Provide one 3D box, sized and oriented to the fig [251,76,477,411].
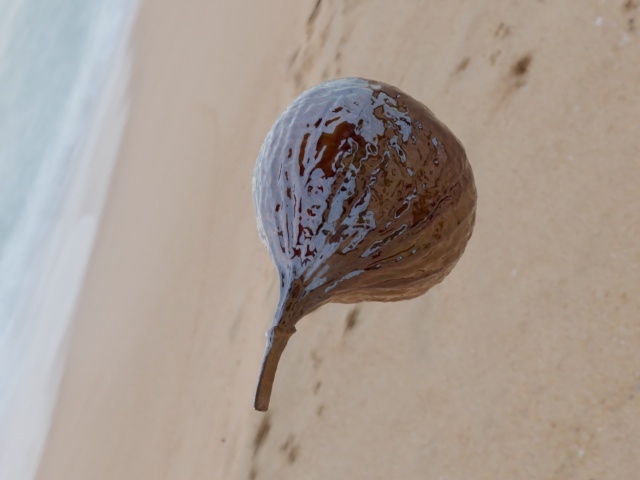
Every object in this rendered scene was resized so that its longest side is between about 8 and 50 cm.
[{"bbox_3d":[0.000,0.000,0.735,0.201,0.146,0.134,-48,-16,-31],"label":"fig"}]
